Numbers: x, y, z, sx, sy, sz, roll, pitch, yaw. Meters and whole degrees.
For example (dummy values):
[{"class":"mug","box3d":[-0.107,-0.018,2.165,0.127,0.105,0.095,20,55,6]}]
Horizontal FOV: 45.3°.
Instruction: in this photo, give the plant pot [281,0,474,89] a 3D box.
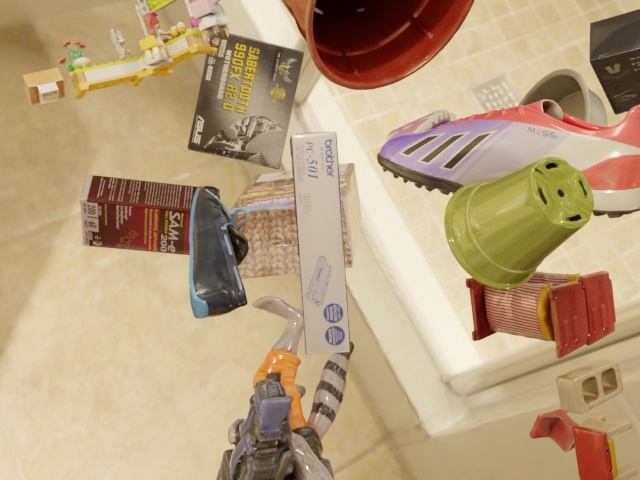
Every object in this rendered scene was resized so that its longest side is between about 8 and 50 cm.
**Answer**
[{"class":"plant pot","box3d":[0.035,-0.396,1.057,0.272,0.272,0.265,-18,51,-26]}]

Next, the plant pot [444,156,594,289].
[{"class":"plant pot","box3d":[0.141,-0.018,0.525,0.083,0.079,0.083,10,64,-21]}]

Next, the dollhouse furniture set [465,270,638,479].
[{"class":"dollhouse furniture set","box3d":[0.399,0.236,1.337,0.152,0.201,0.374,-14,97,-33]}]

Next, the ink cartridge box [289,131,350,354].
[{"class":"ink cartridge box","box3d":[0.000,0.000,0.759,0.046,0.097,0.207,-4,94,0]}]

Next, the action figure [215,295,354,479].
[{"class":"action figure","box3d":[-0.024,0.224,0.839,0.178,0.341,0.330,7,48,-13]}]

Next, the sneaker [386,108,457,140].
[{"class":"sneaker","box3d":[0.179,-0.144,1.212,0.236,0.095,0.105,-20,91,-67]}]

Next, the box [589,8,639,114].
[{"class":"box","box3d":[0.563,-0.313,1.321,0.158,0.155,0.093,41,50,-44]}]

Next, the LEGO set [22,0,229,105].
[{"class":"LEGO set","box3d":[-0.261,-0.271,1.024,0.286,0.132,0.107,-18,92,7]}]

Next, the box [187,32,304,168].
[{"class":"box","box3d":[-0.143,-0.267,1.473,0.183,0.056,0.231,13,95,-6]}]

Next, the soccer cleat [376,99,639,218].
[{"class":"soccer cleat","box3d":[0.211,-0.108,0.872,0.108,0.318,0.117,-23,119,-51]}]

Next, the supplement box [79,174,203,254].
[{"class":"supplement box","box3d":[-0.327,-0.044,1.460,0.239,0.130,0.073,5,47,-9]}]

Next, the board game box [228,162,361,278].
[{"class":"board game box","box3d":[-0.043,-0.048,1.610,0.232,0.291,0.141,-6,109,10]}]

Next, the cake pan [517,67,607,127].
[{"class":"cake pan","box3d":[0.364,-0.130,1.246,0.054,0.293,0.293,17,64,-13]}]

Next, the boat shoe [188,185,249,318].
[{"class":"boat shoe","box3d":[-0.147,0.018,1.140,0.089,0.109,0.258,-4,48,-5]}]
